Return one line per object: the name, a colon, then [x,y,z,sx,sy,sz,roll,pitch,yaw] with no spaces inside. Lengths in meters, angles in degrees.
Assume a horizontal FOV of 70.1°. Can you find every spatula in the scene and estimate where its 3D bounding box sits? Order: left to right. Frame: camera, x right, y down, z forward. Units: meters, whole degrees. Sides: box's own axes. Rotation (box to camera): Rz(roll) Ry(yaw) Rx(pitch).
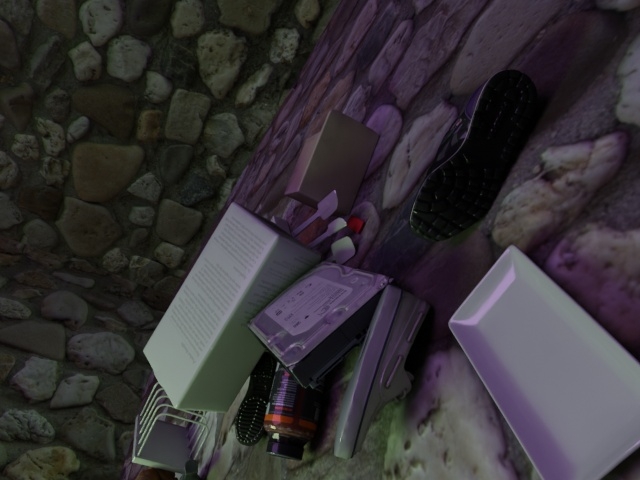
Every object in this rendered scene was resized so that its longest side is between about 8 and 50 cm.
spatula: [0.000,0.000,1.151,0.242,0.019,0.168,-37,70,52]

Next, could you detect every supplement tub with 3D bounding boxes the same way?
supplement tub: [-0.051,0.322,0.902,0.106,0.106,0.197,-35,36,54]

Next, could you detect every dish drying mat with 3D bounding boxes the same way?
dish drying mat: [0.085,-0.039,1.099,0.032,0.008,0.083,-64,22,7]

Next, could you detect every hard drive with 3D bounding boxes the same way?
hard drive: [-0.009,0.144,0.902,0.237,0.064,0.339,-39,16,-14]

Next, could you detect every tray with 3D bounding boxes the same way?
tray: [0.243,0.128,0.505,0.145,0.030,0.270,-57,22,20]

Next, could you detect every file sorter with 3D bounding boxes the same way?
file sorter: [-0.504,0.623,1.557,0.173,0.193,0.278,-64,21,-3]

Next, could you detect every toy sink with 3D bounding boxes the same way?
toy sink: [0.027,-0.200,1.211,0.131,0.153,0.234,5,73,69]

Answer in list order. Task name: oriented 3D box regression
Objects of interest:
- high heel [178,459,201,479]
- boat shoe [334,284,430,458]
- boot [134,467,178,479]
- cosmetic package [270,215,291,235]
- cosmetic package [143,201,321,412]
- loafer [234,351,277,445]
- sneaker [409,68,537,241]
high heel: [-0.357,0.759,1.243,0.186,0.093,0.261,109,159,-44]
boat shoe: [0.098,0.204,0.697,0.096,0.088,0.267,102,-171,-69]
boot: [-0.491,0.836,1.386,0.109,0.283,0.220,-26,-5,3]
cosmetic package: [-0.144,0.010,1.525,0.098,0.060,0.239,-58,22,17]
cosmetic package: [-0.223,0.161,1.123,0.230,0.161,0.453,35,94,44]
loafer: [-0.146,0.390,1.126,0.078,0.080,0.220,75,-152,-69]
sneaker: [0.235,-0.127,0.741,0.283,0.107,0.124,-59,7,8]
